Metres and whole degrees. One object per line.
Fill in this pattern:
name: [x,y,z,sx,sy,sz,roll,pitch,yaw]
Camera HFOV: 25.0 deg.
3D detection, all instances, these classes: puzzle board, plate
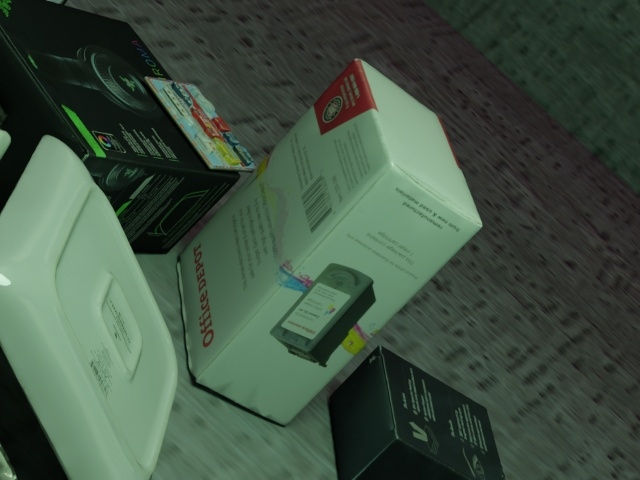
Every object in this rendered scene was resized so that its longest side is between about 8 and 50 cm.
puzzle board: [-0.124,-0.123,1.529,0.128,0.011,0.096,53,21,18]
plate: [-0.184,0.076,1.196,0.278,0.045,0.277,-84,156,-64]

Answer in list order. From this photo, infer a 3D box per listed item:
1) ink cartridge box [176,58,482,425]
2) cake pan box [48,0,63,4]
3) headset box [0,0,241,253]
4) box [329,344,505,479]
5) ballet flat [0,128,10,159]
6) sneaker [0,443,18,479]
ink cartridge box: [0.000,0.000,1.467,0.131,0.306,0.226,30,25,-26]
cake pan box: [-0.394,-0.334,1.627,0.246,0.070,0.267,37,0,-12]
headset box: [-0.261,-0.121,1.470,0.246,0.131,0.283,53,22,21]
box: [0.101,0.218,1.511,0.158,0.093,0.156,33,24,-22]
ballet flat: [-0.384,-0.009,1.139,0.139,0.139,0.400,47,28,14]
sneaker: [-0.292,0.139,0.983,0.107,0.118,0.279,22,-38,60]
